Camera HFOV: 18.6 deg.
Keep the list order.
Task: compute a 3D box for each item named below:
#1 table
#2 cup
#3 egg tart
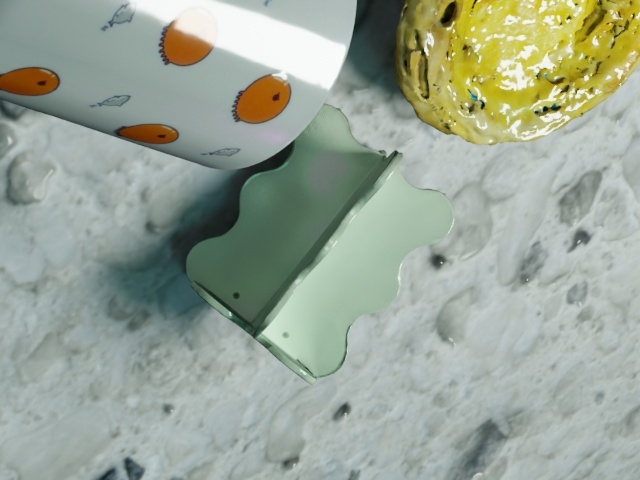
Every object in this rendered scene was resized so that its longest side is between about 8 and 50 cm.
[{"bbox_3d":[0.000,0.000,1.672,0.198,0.166,0.166,-51,141,-1],"label":"table"},{"bbox_3d":[-0.158,-0.182,1.312,0.317,0.212,0.212,14,116,-45],"label":"cup"},{"bbox_3d":[0.173,-0.209,1.650,0.291,0.107,0.291,-19,138,-18],"label":"egg tart"}]
